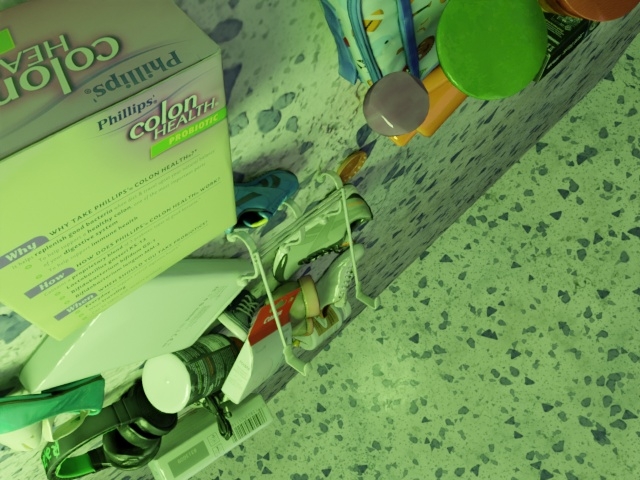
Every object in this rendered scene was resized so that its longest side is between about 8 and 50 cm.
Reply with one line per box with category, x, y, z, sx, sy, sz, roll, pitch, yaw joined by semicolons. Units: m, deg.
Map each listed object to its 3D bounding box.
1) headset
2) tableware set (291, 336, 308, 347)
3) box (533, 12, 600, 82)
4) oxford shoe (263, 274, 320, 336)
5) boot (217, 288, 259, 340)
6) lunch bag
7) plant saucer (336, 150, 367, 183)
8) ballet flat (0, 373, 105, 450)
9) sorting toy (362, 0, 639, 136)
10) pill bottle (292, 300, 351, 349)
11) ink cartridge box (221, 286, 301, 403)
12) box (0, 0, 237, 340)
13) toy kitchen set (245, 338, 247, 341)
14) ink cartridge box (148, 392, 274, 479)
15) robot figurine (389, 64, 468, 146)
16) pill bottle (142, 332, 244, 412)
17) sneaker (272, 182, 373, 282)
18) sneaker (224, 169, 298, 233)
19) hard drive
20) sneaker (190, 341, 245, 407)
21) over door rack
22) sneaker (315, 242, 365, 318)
headset;-0.390;0.436;1.046;0.394;0.185;0.243;-9;144;-47
tableware set;-0.118;0.296;1.442;0.104;0.154;0.024;33;77;-43
box;0.345;-0.377;0.767;0.147;0.180;0.077;-44;163;-2
oxford shoe;-0.097;0.197;1.323;0.147;0.140;0.397;-13;157;-11
boot;-0.168;0.148;0.992;0.086;0.069;0.190;-47;-163;-11
lunch bag;0.110;-0.294;0.541;0.243;0.115;0.303;-43;163;6
plant saucer;0.061;-0.151;0.958;0.083;0.013;0.083;-40;164;-14
ballet flat;-0.411;0.258;0.691;0.083;0.087;0.247;-12;171;15
sorting toy;0.198;-0.239;0.560;0.366;0.127;0.126;-35;-168;-3
pill bottle;0.007;0.299;1.760;0.229;0.131;0.131;-31;159;-40
ink cartridge box;-0.115;0.234;1.066;0.232;0.066;0.189;-59;164;21
box;-0.194;-0.055;0.394;0.214;0.117;0.243;-37;164;-22
toy kitchen set;-0.179;0.284;1.376;0.075;0.068;0.083;-42;164;-18
ink cartridge box;-0.349;0.550;1.337;0.308;0.091;0.385;-25;178;-34
robot figurine;0.179;-0.258;0.761;0.219;0.128;0.158;-49;151;17
pill bottle;-0.266;0.285;1.058;0.130;0.130;0.246;-49;163;18
sneaker;0.000;0.000;1.028;0.271;0.108;0.100;-45;166;8
sneaker;-0.091;-0.054;0.716;0.209;0.082;0.069;-24;153;-53
hard drive;-0.273;0.123;0.785;0.233;0.047;0.353;-47;164;12
sneaker;-0.271;0.394;1.398;0.146;0.122;0.331;-32;172;29
over door rack;-0.027;0.060;0.898;0.240;0.108;0.324;-38;124;-29
sneaker;0.071;0.139;1.529;0.290;0.123;0.106;-51;161;21
